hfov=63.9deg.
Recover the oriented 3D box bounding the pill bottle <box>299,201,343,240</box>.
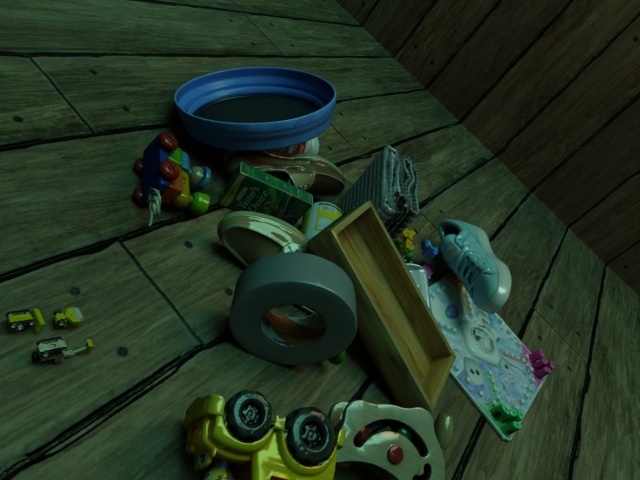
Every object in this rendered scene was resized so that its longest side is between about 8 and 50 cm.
[{"bbox_3d":[0.000,0.000,1.182,0.103,0.103,0.184,30,36,-16],"label":"pill bottle"}]

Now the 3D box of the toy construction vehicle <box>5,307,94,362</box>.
[{"bbox_3d":[-0.383,0.134,0.729,0.098,0.035,0.086,-6,44,-50],"label":"toy construction vehicle"}]

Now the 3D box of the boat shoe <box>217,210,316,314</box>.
[{"bbox_3d":[-0.059,0.060,1.041,0.341,0.122,0.110,31,35,-17],"label":"boat shoe"}]

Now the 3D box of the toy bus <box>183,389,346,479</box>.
[{"bbox_3d":[-0.092,0.335,0.708,0.220,0.149,0.212,24,53,-20],"label":"toy bus"}]

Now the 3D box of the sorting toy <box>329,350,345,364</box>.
[{"bbox_3d":[-0.001,0.204,0.993,0.042,0.061,0.102,2,28,-43],"label":"sorting toy"}]

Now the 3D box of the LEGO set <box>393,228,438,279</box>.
[{"bbox_3d":[0.243,0.027,1.403,0.227,0.087,0.093,33,35,-10],"label":"LEGO set"}]

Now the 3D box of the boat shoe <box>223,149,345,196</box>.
[{"bbox_3d":[-0.081,-0.147,1.266,0.324,0.123,0.117,8,49,-26],"label":"boat shoe"}]

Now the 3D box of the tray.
[{"bbox_3d":[0.139,0.136,1.084,0.411,0.076,0.203,60,34,-6],"label":"tray"}]

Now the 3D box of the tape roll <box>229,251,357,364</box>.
[{"bbox_3d":[-0.046,0.124,0.896,0.219,0.219,0.072,27,37,-19],"label":"tape roll"}]

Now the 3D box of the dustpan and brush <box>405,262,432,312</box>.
[{"bbox_3d":[0.162,0.113,1.233,0.211,0.060,0.147,0,53,0],"label":"dustpan and brush"}]

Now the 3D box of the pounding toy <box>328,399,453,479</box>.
[{"bbox_3d":[0.114,0.372,0.904,0.269,0.155,0.154,13,68,-18],"label":"pounding toy"}]

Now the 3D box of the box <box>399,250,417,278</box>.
[{"bbox_3d":[0.212,0.081,1.333,0.083,0.062,0.052,41,35,1],"label":"box"}]

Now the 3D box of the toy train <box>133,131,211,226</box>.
[{"bbox_3d":[-0.283,-0.089,1.022,0.143,0.105,0.248,29,34,-41],"label":"toy train"}]

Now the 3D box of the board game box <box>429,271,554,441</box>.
[{"bbox_3d":[0.430,0.263,1.355,0.390,0.050,0.389,51,35,15],"label":"board game box"}]

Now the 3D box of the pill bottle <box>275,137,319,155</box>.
[{"bbox_3d":[-0.094,-0.261,1.375,0.180,0.108,0.108,-1,52,-44],"label":"pill bottle"}]

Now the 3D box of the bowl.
[{"bbox_3d":[-0.156,-0.330,1.262,0.390,0.077,0.391,0,35,0],"label":"bowl"}]

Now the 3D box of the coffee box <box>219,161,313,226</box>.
[{"bbox_3d":[-0.124,-0.093,1.160,0.184,0.113,0.041,24,41,-26],"label":"coffee box"}]

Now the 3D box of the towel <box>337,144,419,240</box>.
[{"bbox_3d":[0.144,-0.075,1.290,0.121,0.235,0.284,30,35,-16],"label":"towel"}]

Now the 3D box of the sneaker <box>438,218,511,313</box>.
[{"bbox_3d":[0.394,0.060,1.404,0.150,0.135,0.366,19,26,-11],"label":"sneaker"}]
